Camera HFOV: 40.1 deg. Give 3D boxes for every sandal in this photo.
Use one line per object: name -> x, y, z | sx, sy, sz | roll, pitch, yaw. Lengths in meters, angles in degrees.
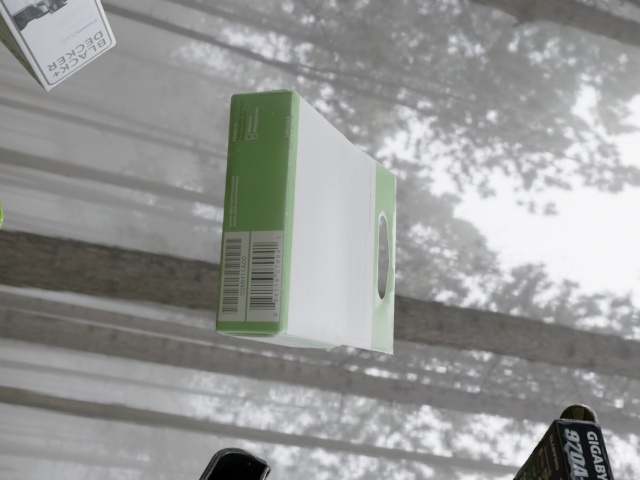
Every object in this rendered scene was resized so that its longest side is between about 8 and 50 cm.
sandal -> 0.445, 0.380, 1.578 | 0.060, 0.090, 0.219 | -32, 136, -56

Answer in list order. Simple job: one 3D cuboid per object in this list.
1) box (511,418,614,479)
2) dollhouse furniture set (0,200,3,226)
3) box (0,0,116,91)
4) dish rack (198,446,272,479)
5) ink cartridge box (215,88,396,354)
box -> 0.232, 0.309, 0.833 | 0.220, 0.051, 0.175 | -90, -169, -45
dollhouse furniture set -> -0.165, 0.019, 0.327 | 0.152, 0.076, 0.058 | -60, -145, 32
box -> -0.284, -0.271, 0.740 | 0.087, 0.169, 0.290 | -41, 166, -13
dish rack -> 0.003, 0.283, 0.590 | 0.074, 0.271, 0.208 | -58, 180, 27
ink cartridge box -> 0.000, 0.000, 0.691 | 0.235, 0.056, 0.171 | 27, 63, -67
